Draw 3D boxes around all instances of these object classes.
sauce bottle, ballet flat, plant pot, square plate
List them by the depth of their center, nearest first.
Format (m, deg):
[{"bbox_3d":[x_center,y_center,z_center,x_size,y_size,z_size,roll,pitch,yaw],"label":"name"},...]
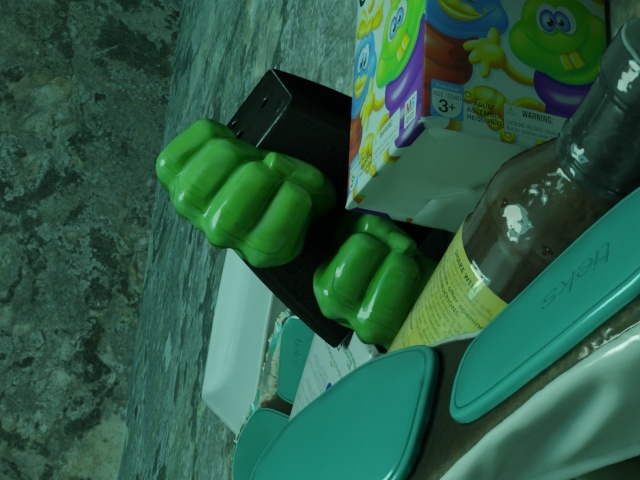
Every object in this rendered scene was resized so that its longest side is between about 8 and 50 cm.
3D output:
[{"bbox_3d":[0.100,0.110,0.612,0.400,0.139,0.139,-41,39,46],"label":"ballet flat"},{"bbox_3d":[0.130,0.023,0.690,0.111,0.111,0.344,-94,20,-44],"label":"sauce bottle"},{"bbox_3d":[-0.010,-0.049,1.032,0.187,0.167,0.188,-52,22,11],"label":"plant pot"},{"bbox_3d":[-0.031,0.174,1.254,0.241,0.091,0.077,-69,-13,18],"label":"ballet flat"},{"bbox_3d":[-0.086,0.077,1.538,0.344,0.049,0.347,-174,95,-75],"label":"square plate"}]

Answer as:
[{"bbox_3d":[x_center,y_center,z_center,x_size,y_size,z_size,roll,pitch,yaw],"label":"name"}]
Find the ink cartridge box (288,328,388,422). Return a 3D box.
[{"bbox_3d":[0.002,0.236,1.081,0.176,0.069,0.371,-117,43,-66],"label":"ink cartridge box"}]

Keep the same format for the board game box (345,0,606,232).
[{"bbox_3d":[0.112,-0.160,0.826,0.144,0.142,0.275,131,147,-60],"label":"board game box"}]

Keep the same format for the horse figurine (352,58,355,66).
[{"bbox_3d":[0.074,-0.214,1.152,0.174,0.066,0.263,-128,53,-78],"label":"horse figurine"}]

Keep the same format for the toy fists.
[{"bbox_3d":[0.000,0.000,0.877,0.096,0.279,0.142,-56,1,8],"label":"toy fists"}]
